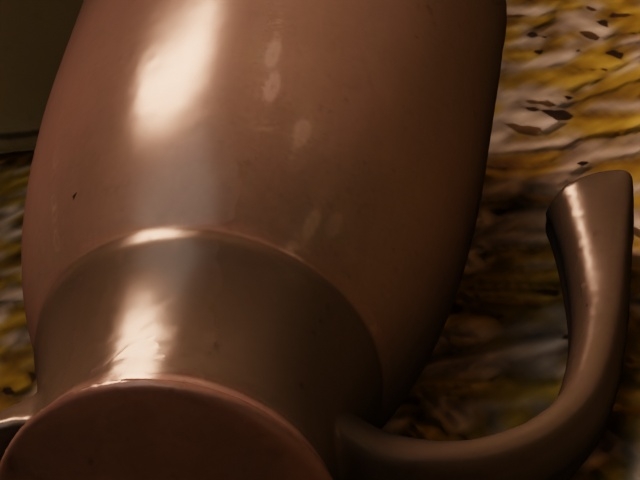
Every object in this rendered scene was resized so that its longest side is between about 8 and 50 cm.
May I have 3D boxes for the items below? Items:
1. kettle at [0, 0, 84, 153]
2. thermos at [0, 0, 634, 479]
[{"bbox_3d":[-0.096,-0.226,0.644,0.205,0.318,0.265,3,38,44],"label":"kettle"},{"bbox_3d":[0.000,0.000,0.420,0.137,0.105,0.193,10,37,1],"label":"thermos"}]
